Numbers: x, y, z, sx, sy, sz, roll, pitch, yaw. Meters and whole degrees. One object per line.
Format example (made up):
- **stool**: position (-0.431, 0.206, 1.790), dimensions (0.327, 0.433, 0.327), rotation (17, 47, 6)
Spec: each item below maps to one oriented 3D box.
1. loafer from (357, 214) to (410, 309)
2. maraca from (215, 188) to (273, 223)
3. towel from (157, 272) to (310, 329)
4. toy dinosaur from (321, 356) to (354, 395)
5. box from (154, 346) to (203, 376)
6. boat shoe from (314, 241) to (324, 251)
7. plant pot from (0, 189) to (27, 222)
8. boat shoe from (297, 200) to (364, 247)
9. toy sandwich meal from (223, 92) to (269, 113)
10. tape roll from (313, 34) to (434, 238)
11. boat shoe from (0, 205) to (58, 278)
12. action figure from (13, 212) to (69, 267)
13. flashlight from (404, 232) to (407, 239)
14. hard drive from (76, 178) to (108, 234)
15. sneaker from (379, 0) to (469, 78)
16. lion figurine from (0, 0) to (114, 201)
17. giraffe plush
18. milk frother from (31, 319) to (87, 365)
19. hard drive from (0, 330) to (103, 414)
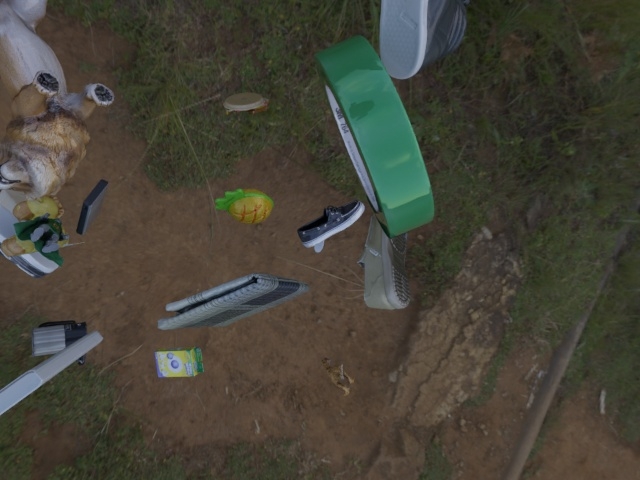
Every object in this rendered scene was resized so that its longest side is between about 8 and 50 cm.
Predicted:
- **loafer**: position (0.128, 0.033, 0.952), dimensions (0.102, 0.092, 0.268), rotation (48, 32, -34)
- **maraca**: position (-0.219, -0.103, 1.290), dimensions (0.186, 0.127, 0.099), rotation (17, 47, -51)
- **towel**: position (-0.225, 0.162, 1.192), dimensions (0.325, 0.312, 0.056), rotation (-24, 73, 16)
- **toy dinosaur**: position (0.048, 0.390, 1.268), dimensions (0.112, 0.211, 0.064), rotation (42, 76, -11)
- **box**: position (-0.532, 0.460, 1.673), dimensions (0.180, 0.043, 0.105), rotation (-7, 94, 12)
- **boat shoe**: position (0.000, 0.000, 1.826), dimensions (0.035, 0.035, 0.100), rotation (14, 110, 10)
- **plant pot**: position (-1.054, -0.103, 1.541), dimensions (0.096, 0.109, 0.109), rotation (41, 98, 9)
- **boat shoe**: position (0.028, -0.068, 1.382), dimensions (0.229, 0.080, 0.076), rotation (-31, 121, 3)
- **toy sandwich meal**: position (-0.139, -0.250, 0.822), dimensions (0.086, 0.085, 0.029), rotation (-15, 129, -15)
- **tape roll**: position (0.085, -0.163, 0.730), dimensions (0.077, 0.321, 0.320), rotation (-23, 94, 4)
- **boat shoe**: position (-0.980, 0.004, 1.397), dimensions (0.102, 0.108, 0.301), rotation (-29, 122, 13)
- **action figure**: position (-0.685, -0.022, 1.118), dimensions (0.064, 0.232, 0.137), rotation (-37, 116, -12)
- **flashlight**: position (0.326, 0.037, 1.950), dimensions (0.103, 0.304, 0.103), rotation (-43, 64, -14)
- **hard drive**: position (-0.591, -0.085, 1.145), dimensions (0.022, 0.135, 0.094), rotation (28, 46, -17)
- **sneaker**: position (0.170, -0.409, 0.675), dimensions (0.147, 0.105, 0.295), rotation (-31, 135, -41)
- **lion figurine**: position (-0.451, -0.268, 0.677), dimensions (0.142, 0.240, 0.391), rotation (-12, 88, -50)
- **giraffe plush**: position (-0.826, -0.056, 1.304), dimensions (0.210, 0.182, 0.170), rotation (-16, 96, -47)
- **milk frother**: position (-0.750, 0.307, 1.275), dimensions (0.135, 0.129, 0.143), rotation (-2, 94, -32)
- **hard drive**: position (-0.646, 0.314, 1.009), dimensions (0.203, 0.307, 0.040), rotation (-36, 95, -3)
